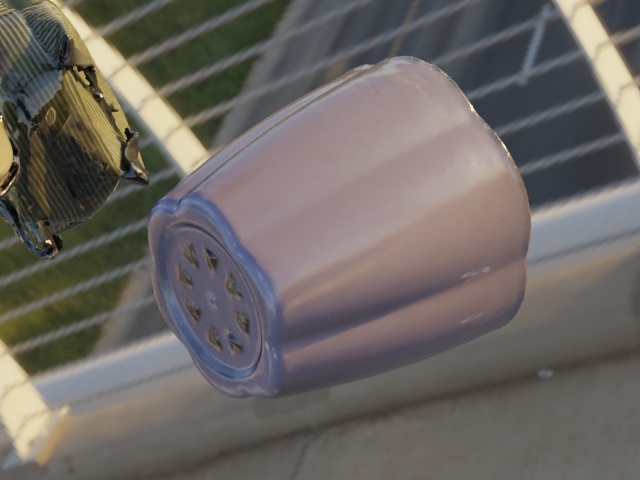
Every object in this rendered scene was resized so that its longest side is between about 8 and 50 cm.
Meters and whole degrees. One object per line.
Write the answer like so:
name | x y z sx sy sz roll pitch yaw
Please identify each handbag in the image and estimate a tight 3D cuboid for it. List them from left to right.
handbag | -0.376 -0.154 1.819 0.247 0.341 0.240 -35 30 -12

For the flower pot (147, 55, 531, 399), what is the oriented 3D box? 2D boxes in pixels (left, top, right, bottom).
flower pot | 0.000 0.000 1.137 0.243 0.265 0.265 -22 16 -34

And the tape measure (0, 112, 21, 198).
tape measure | -0.462 -0.138 1.529 0.271 0.231 0.133 53 122 31

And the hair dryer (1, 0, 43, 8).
hair dryer | -0.390 -0.330 1.446 0.119 0.296 0.298 9 64 30
